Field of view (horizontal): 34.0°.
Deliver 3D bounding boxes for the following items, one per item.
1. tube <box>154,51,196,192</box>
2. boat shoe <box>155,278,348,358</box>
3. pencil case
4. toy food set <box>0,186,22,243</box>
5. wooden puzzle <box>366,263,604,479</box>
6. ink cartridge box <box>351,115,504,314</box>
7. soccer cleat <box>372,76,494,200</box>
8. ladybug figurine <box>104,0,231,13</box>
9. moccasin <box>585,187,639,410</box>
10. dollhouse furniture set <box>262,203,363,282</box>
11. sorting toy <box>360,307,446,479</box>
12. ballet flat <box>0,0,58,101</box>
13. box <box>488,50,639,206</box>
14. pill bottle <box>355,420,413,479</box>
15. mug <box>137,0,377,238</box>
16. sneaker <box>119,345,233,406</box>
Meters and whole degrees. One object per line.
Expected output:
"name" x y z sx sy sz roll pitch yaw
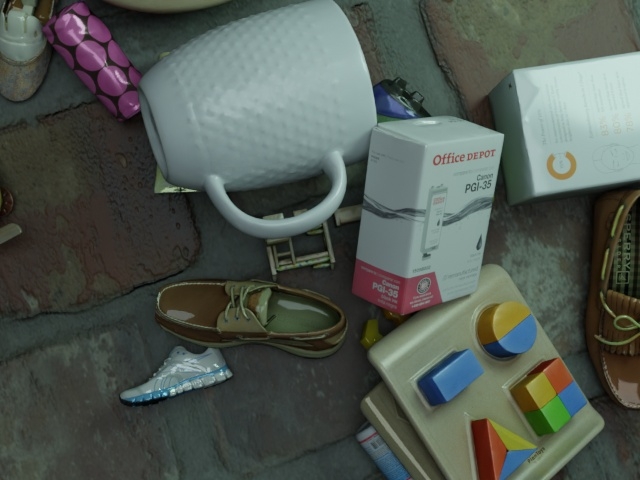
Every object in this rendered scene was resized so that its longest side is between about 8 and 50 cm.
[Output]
"tube" -0.245 -0.202 1.800 0.070 0.062 0.240 -3 89 37
"boat shoe" -0.109 0.113 1.734 0.324 0.120 0.122 7 66 -7
"pencil case" -0.366 -0.304 1.762 0.095 0.098 0.209 -28 107 28
"toy food set" -0.580 -0.079 1.760 0.128 0.071 0.218 -33 86 17
"wooden puzzle" 0.290 0.242 1.728 0.322 0.080 0.348 -33 86 -30
"ink cartridge box" 0.171 -0.045 1.686 0.207 0.117 0.283 -12 117 -44
"soccer cleat" 0.183 -0.156 1.823 0.289 0.093 0.121 44 114 -4
"ladybug figurine" -0.216 -0.528 1.769 0.449 0.162 0.305 -12 86 -2
"moccasin" 0.537 0.101 1.775 0.139 0.147 0.380 4 93 -6
"dollhouse furniture set" 0.000 0.000 1.743 0.182 0.161 0.101 -12 86 -4
"sorting toy" 0.173 0.249 1.750 0.229 0.041 0.307 -36 88 -36
"ballet flat" -0.498 -0.396 1.769 0.107 0.106 0.316 10 84 -3
"box" 0.489 -0.194 1.796 0.345 0.168 0.215 -9 86 -6
"pill bottle" 0.137 0.364 1.758 0.087 0.087 0.160 -37 89 -7
"mug" -0.095 -0.175 1.662 0.328 0.276 0.374 -17 68 -13
"sneaker" -0.249 0.223 1.757 0.191 0.071 0.083 -17 80 -14
